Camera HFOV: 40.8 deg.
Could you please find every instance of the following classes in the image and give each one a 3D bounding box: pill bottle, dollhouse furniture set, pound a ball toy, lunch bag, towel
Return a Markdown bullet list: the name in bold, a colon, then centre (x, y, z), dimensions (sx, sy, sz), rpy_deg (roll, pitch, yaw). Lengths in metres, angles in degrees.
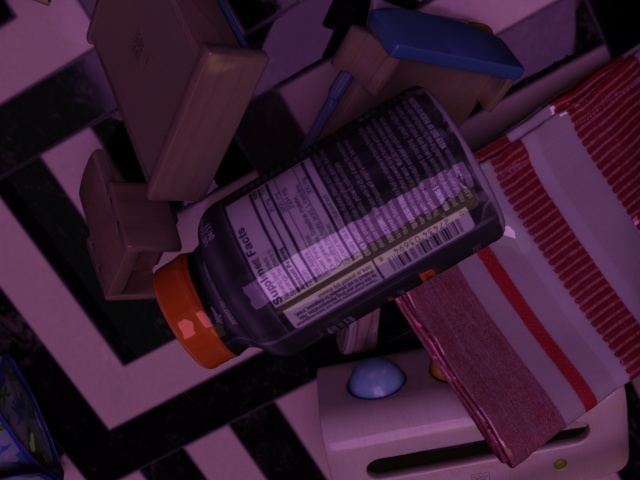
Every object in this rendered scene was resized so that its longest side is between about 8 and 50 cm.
- **pill bottle**: centre (0.000, 0.000, 0.638), dimensions (0.245, 0.130, 0.130), rpy_deg (-30, 108, 5)
- **dollhouse furniture set**: centre (-0.032, -0.115, 0.757), dimensions (0.303, 0.198, 0.286), rpy_deg (0, 138, -34)
- **pound a ball toy**: centre (0.163, 0.167, 0.787), dimensions (0.319, 0.208, 0.136), rpy_deg (-11, 114, 4)
- **lunch bag**: centre (-0.343, 0.207, 0.855), dimensions (0.128, 0.096, 0.151), rpy_deg (-15, 124, 1)
- **towel**: centre (0.224, 0.002, 0.732), dimensions (0.329, 0.037, 0.237), rpy_deg (-33, 87, -8)

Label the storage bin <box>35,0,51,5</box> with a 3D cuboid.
- **storage bin**: centre (-0.277, -0.344, 0.586), dimensions (0.262, 0.123, 0.260), rpy_deg (18, 78, -8)

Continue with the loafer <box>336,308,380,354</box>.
- **loafer**: centre (0.045, 0.054, 0.836), dimensions (0.039, 0.045, 0.125), rpy_deg (1, 118, -20)
